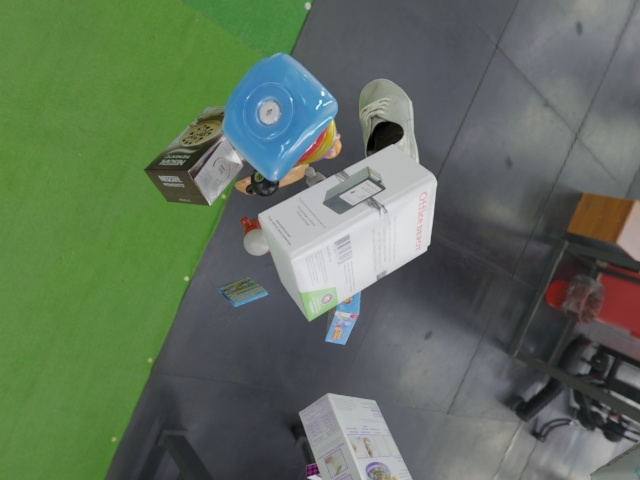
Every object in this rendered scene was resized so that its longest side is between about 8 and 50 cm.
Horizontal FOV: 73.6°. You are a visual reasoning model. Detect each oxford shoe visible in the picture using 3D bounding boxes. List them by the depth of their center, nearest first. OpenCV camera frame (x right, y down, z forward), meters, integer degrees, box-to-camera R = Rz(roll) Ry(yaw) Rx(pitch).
[{"bbox_3d":[0.184,-0.353,1.259,0.169,0.448,0.130,-30,135,29],"label":"oxford shoe"}]

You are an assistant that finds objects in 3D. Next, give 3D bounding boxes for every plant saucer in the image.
[{"bbox_3d":[-0.122,-0.161,1.109,0.200,0.200,0.037,-24,106,-25],"label":"plant saucer"}]

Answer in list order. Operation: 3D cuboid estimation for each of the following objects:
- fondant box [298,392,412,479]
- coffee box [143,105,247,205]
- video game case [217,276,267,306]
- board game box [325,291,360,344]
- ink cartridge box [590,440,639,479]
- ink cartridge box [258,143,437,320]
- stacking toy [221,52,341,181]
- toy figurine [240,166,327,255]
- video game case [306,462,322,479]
[{"bbox_3d":[0.105,0.516,0.941,0.096,0.330,0.238,-39,141,14],"label":"fondant box"},{"bbox_3d":[-0.304,-0.238,1.165,0.297,0.168,0.118,-61,144,-34],"label":"coffee box"},{"bbox_3d":[-0.269,0.173,1.463,0.119,0.166,0.015,-19,113,-28],"label":"video game case"},{"bbox_3d":[0.097,0.224,1.749,0.086,0.301,0.308,10,144,-2],"label":"board game box"},{"bbox_3d":[0.382,0.217,0.391,0.155,0.093,0.212,-25,153,-10],"label":"ink cartridge box"},{"bbox_3d":[0.054,-0.011,0.746,0.273,0.114,0.198,-29,143,-15],"label":"ink cartridge box"},{"bbox_3d":[-0.026,-0.206,0.815,0.175,0.165,0.302,-48,164,16],"label":"stacking toy"},{"bbox_3d":[-0.069,-0.065,0.963,0.210,0.148,0.212,8,105,-12],"label":"toy figurine"},{"bbox_3d":[0.107,0.735,1.366,0.232,0.041,0.210,-26,132,19],"label":"video game case"}]
